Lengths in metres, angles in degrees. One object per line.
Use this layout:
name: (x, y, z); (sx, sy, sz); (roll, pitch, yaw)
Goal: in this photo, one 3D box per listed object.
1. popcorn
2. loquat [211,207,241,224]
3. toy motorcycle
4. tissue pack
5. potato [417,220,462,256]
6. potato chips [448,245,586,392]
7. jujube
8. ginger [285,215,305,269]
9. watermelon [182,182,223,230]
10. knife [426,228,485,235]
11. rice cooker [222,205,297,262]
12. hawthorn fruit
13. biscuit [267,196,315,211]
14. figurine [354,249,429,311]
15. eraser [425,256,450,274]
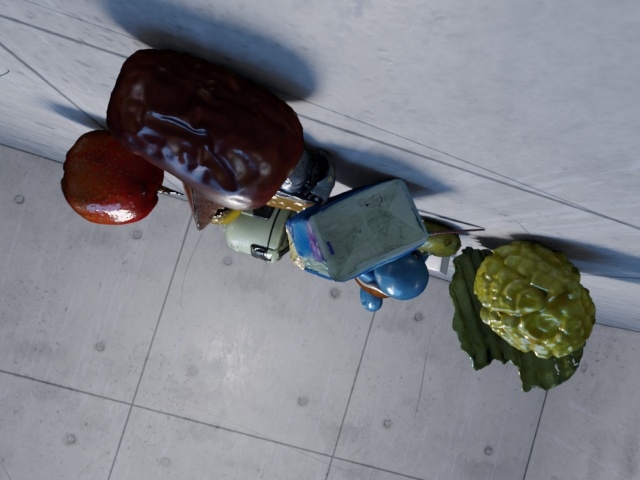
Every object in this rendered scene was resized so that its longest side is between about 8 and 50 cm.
popcorn: (0.469, 0.123, 1.124); (0.258, 0.224, 0.270); (22, -142, -44)
loquat: (-0.327, -0.130, 1.592); (0.172, 0.149, 0.204); (17, -169, -32)
toy motorcycle: (-0.080, -0.128, 0.857); (0.307, 0.108, 0.173); (21, 166, -39)
tissue pack: (0.058, -0.021, 1.008); (0.198, 0.146, 0.263); (-24, -173, -11)
potato: (0.286, 0.001, 1.272); (0.105, 0.085, 0.188); (16, -179, 42)
potato chips: (0.478, 0.168, 1.291); (0.373, 0.389, 0.097); (20, 141, -12)
jujube: (-0.135, -0.132, 0.612); (0.230, 0.155, 0.155); (23, 174, -23)
ginger: (0.000, 0.000, 1.678); (0.276, 0.221, 0.130); (27, 163, -25)
watermelon: (-0.289, -0.141, 1.300); (0.136, 0.202, 0.207); (-22, -178, -4)
knife: (0.246, -0.015, 1.164); (0.247, 0.018, 0.035); (-3, 179, 12)
rice cooker: (-0.192, -0.045, 1.738); (0.244, 0.226, 0.226); (19, 177, 5)
hawthorn fruit: (-0.509, -0.150, 1.333); (0.300, 0.254, 0.254); (15, 177, -18)
biscuit: (-0.092, -0.122, 1.274); (0.220, 0.066, 0.220); (13, 175, 1)
figurine: (0.179, 0.077, 1.530); (0.298, 0.243, 0.416); (0, 167, -12)
eraser: (0.269, 0.036, 1.893); (0.397, 0.082, 0.213); (15, 177, 24)
